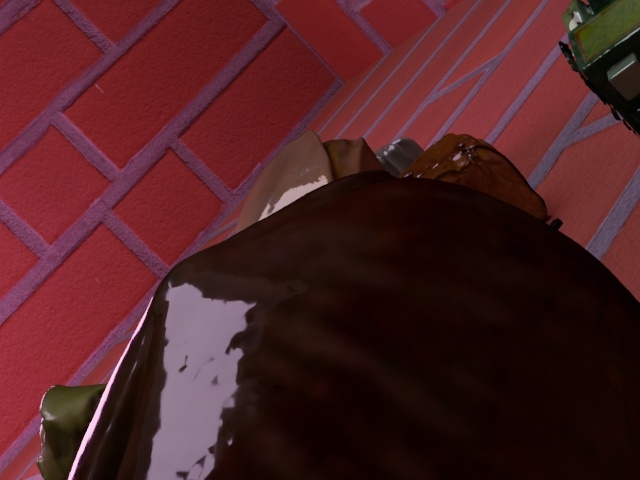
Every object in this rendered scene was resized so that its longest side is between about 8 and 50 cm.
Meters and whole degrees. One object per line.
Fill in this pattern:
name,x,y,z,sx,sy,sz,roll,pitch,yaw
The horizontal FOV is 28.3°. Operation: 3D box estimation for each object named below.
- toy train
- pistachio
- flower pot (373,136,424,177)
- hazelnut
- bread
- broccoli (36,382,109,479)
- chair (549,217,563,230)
toy train,0.348,-0.168,1.218,0.159,0.272,0.188,-36,30,23
pistachio,0.000,0.000,1.661,0.238,0.229,0.321,116,161,-47
flower pot,0.029,0.005,1.969,0.367,0.164,0.254,-41,1,34
hazelnut,0.038,0.177,0.825,0.429,0.402,0.402,-54,13,-19
bread,0.182,-0.042,1.617,0.143,0.158,0.149,-41,9,-8
broccoli,-0.038,0.162,1.189,0.397,0.353,0.275,-30,44,1
chair,0.192,0.081,1.306,0.101,0.084,0.212,-24,23,53
